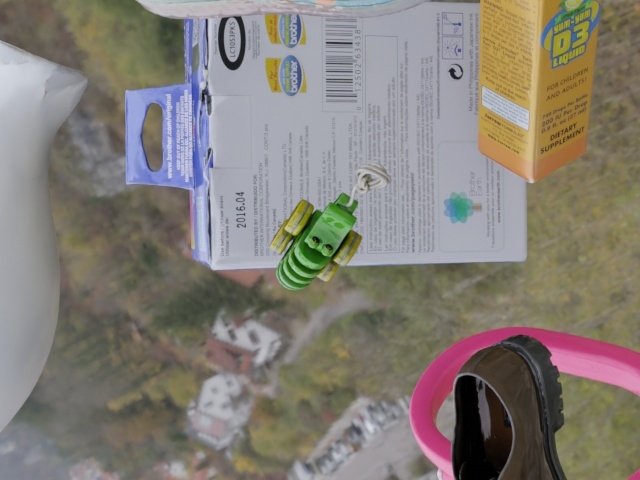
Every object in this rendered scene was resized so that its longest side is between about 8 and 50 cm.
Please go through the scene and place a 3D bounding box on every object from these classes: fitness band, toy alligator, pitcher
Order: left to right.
[{"bbox_3d":[-0.216,0.004,0.609,0.178,0.125,0.207,-6,71,55],"label":"pitcher"},{"bbox_3d":[0.000,0.000,0.823,0.056,0.051,0.190,32,151,-7],"label":"toy alligator"},{"bbox_3d":[0.233,0.186,1.113,0.291,0.209,0.054,11,138,36],"label":"fitness band"}]

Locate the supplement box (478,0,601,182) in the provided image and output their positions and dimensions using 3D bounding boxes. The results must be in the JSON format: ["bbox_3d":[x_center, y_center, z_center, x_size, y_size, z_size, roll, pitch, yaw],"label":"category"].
[{"bbox_3d":[0.191,-0.171,0.943,0.080,0.078,0.233,38,147,42],"label":"supplement box"}]

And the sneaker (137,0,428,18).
[{"bbox_3d":[-0.025,-0.206,0.674,0.121,0.302,0.108,22,-113,-63],"label":"sneaker"}]

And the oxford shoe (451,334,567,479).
[{"bbox_3d":[0.136,0.191,0.786,0.083,0.096,0.227,-14,89,46],"label":"oxford shoe"}]

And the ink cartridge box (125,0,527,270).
[{"bbox_3d":[0.003,-0.109,1.100,0.151,0.395,0.270,-174,83,-75],"label":"ink cartridge box"}]
